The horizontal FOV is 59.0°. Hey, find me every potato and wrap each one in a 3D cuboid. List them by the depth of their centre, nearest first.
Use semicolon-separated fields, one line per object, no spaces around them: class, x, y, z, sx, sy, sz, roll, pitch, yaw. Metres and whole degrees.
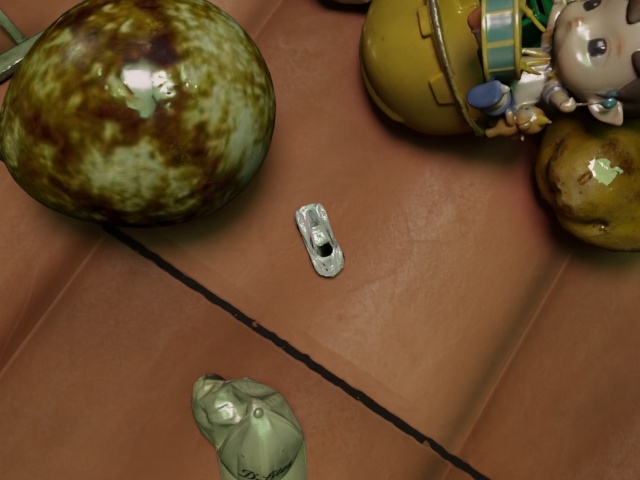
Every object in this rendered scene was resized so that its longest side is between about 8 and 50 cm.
potato;0.409;-0.133;0.701;0.369;0.195;0.176;-41;130;-18

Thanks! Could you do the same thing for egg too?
egg;-0.189;-0.129;0.588;0.289;0.238;0.238;-15;82;1

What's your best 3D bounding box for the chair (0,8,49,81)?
chair;-0.446;-0.237;0.632;0.270;0.136;0.147;-41;85;-10

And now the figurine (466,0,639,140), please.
figurine;0.287;-0.197;0.572;0.275;0.158;0.161;-4;67;17

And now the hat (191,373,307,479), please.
hat;-0.077;0.229;0.620;0.122;0.081;0.166;-6;90;-4

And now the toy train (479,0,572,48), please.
toy train;0.254;-0.314;0.712;0.136;0.091;0.228;-4;78;-44

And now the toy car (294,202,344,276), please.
toy car;0.000;0.000;0.690;0.041;0.025;0.093;-22;83;-8

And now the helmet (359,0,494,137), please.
helmet;0.114;-0.234;0.679;0.140;0.205;0.257;-12;90;31

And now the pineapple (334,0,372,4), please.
pineapple;0.061;-0.465;0.733;0.170;0.141;0.310;4;72;2
